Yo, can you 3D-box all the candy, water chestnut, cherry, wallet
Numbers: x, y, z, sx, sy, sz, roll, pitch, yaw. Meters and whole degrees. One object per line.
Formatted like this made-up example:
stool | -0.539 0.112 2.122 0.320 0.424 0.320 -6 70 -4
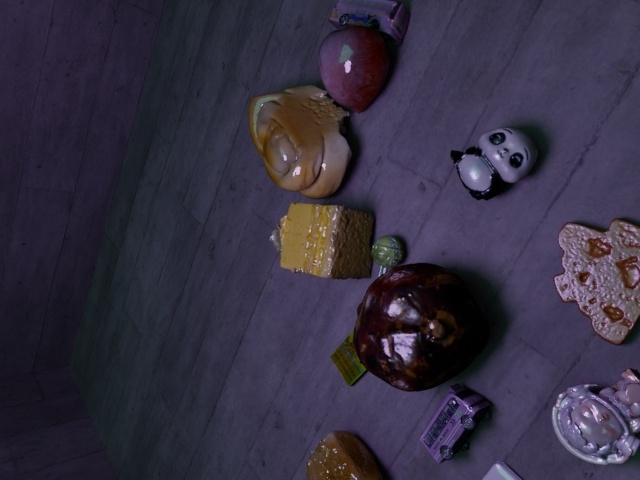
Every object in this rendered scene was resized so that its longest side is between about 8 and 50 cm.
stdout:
candy | 0.171 0.149 1.308 0.092 0.093 0.336 15 90 40
water chestnut | 0.240 0.212 1.154 0.347 0.335 0.335 -137 60 -68
cherry | 0.096 -0.529 1.354 0.239 0.206 0.239 -3 84 36
wallet | 0.438 0.654 1.107 0.095 0.033 0.190 41 114 37

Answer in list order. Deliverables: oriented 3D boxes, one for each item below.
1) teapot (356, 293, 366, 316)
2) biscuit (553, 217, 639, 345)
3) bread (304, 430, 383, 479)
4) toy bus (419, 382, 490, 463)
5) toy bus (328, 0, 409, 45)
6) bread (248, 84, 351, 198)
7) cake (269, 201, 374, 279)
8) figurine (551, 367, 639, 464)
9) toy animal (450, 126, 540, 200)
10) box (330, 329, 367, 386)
teapot | 0.149 0.215 1.364 0.076 0.068 0.121 7 93 42
biscuit | 0.661 0.067 0.924 0.306 0.043 0.284 -23 72 37
bread | 0.080 0.714 1.339 0.195 0.176 0.246 -58 39 11
toy bus | 0.352 0.480 1.153 0.108 0.096 0.199 42 118 40
toy bus | 0.153 -0.702 1.390 0.274 0.090 0.112 34 101 37
bread | -0.070 -0.341 1.469 0.329 0.245 0.424 -45 56 31
cake | 0.000 0.000 1.406 0.286 0.227 0.222 7 89 40
figurine | 0.590 0.369 0.908 0.237 0.141 0.162 -48 54 30
toy animal | 0.429 -0.205 1.082 0.179 0.138 0.166 -38 80 40
box | 0.120 0.363 1.411 0.193 0.030 0.121 -53 56 27
